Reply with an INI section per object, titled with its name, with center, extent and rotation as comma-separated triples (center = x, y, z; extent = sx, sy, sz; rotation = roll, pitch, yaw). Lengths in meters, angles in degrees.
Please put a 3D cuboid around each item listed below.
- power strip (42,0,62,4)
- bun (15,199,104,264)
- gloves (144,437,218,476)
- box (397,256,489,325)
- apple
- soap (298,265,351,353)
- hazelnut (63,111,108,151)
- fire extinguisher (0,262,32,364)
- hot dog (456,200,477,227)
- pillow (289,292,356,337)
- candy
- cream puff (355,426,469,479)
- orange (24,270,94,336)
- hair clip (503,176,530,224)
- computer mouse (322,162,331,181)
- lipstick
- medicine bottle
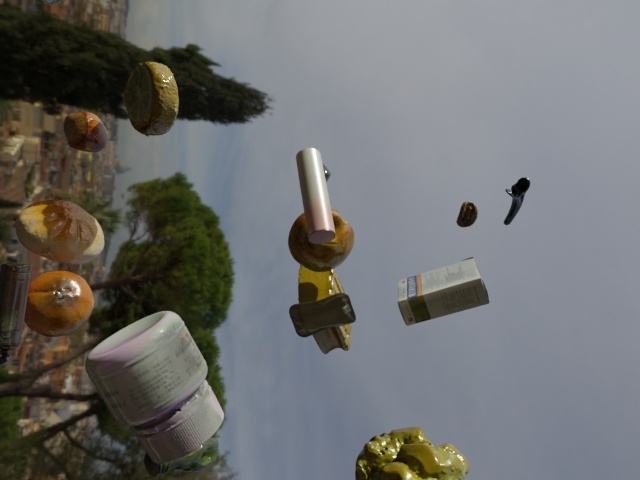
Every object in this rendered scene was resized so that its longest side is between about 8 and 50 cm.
[power strip]
center = -0.666, -0.757, 1.234
extent = 0.357, 0.162, 0.357
rotation = 155, -90, -85
[bun]
center = -0.912, -0.050, 1.839
extent = 0.164, 0.299, 0.299
rotation = -61, -151, 17
[gloves]
center = -0.389, 0.612, 1.501
extent = 0.135, 0.268, 0.107
rotation = 44, -81, 25
[box]
center = 0.433, 0.183, 1.854
extent = 0.200, 0.300, 0.106
rotation = -63, 132, -70
[apple]
center = 0.000, 0.000, 1.967
extent = 0.226, 0.247, 0.246
rotation = 118, -31, -56
[soap]
center = 0.024, 0.266, 2.165
extent = 0.293, 0.156, 0.334
rotation = -96, 167, -45
[hazelnut]
center = -0.848, -0.389, 1.872
extent = 0.150, 0.151, 0.150
rotation = -175, -90, -68
[fire extinguisher]
center = -0.796, 0.190, 1.308
extent = 0.089, 0.072, 0.267
rotation = 15, 81, -69
[hot dog]
center = 0.453, -0.079, 1.599
extent = 0.035, 0.058, 0.083
rotation = -101, -156, -73
[pillow]
center = 0.006, 0.254, 1.771
extent = 0.033, 0.218, 0.130
rotation = -77, 149, -74
[candy]
center = -0.595, -0.496, 1.815
extent = 0.260, 0.118, 0.259
rotation = 11, -75, 46
[cream puff]
center = 0.261, 0.745, 1.654
extent = 0.275, 0.379, 0.378
rotation = 54, -36, 13
[orange]
center = -0.865, 0.203, 1.702
extent = 0.170, 0.224, 0.223
rotation = -44, -135, 50
[hair clip]
center = 0.559, -0.102, 1.488
extent = 0.039, 0.070, 0.229
rotation = 52, -3, 28
[computer mouse]
center = -0.021, -0.263, 2.091
extent = 0.229, 0.113, 0.068
rotation = -130, -163, -65
[lipstick]
center = -0.018, -0.149, 1.678
extent = 0.087, 0.087, 0.326
rotation = 125, -38, -51
[medicine bottle]
center = -0.389, 0.351, 1.248
extent = 0.301, 0.241, 0.241
rotation = 65, -20, -11
